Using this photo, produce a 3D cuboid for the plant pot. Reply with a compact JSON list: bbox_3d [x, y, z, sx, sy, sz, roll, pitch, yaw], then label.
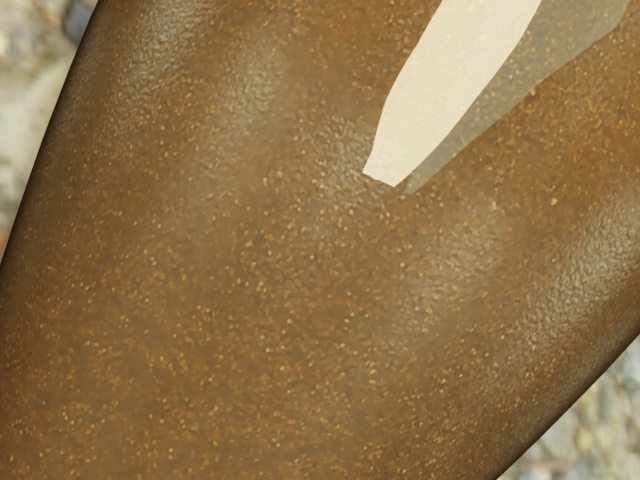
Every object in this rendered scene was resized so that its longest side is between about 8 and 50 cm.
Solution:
[{"bbox_3d":[0.000,0.000,0.540,0.215,0.215,0.230,39,73,-19],"label":"plant pot"}]
